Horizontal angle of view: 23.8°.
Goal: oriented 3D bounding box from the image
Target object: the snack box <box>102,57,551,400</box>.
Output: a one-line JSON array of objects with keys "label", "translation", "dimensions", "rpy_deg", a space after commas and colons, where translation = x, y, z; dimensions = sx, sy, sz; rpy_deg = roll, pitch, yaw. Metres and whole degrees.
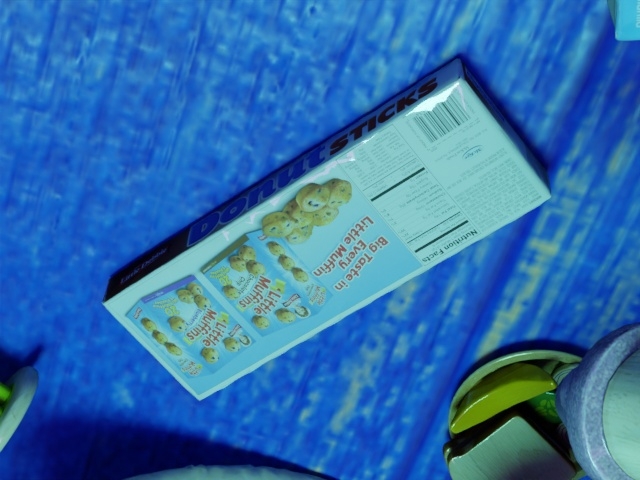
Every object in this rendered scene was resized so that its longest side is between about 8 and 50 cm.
[{"label": "snack box", "translation": [0.000, 0.000, 0.607], "dimensions": [0.178, 0.022, 0.064], "rpy_deg": [-31, 117, 21]}]

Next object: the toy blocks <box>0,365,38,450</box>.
[{"label": "toy blocks", "translation": [-0.212, 0.059, 0.641], "dimensions": [0.148, 0.054, 0.123], "rpy_deg": [35, 120, -17]}]

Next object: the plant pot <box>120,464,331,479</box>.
[{"label": "plant pot", "translation": [-0.063, 0.323, 0.673], "dimensions": [0.333, 0.334, 0.305], "rpy_deg": [22, 132, -11]}]

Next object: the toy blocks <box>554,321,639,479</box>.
[{"label": "toy blocks", "translation": [0.184, 0.100, 0.563], "dimensions": [0.288, 0.260, 0.309], "rpy_deg": [-22, 98, -20]}]

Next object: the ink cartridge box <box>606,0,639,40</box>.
[{"label": "ink cartridge box", "translation": [0.178, -0.113, 0.471], "dimensions": [0.181, 0.104, 0.062], "rpy_deg": [-2, 124, 5]}]

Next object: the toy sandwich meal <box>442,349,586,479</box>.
[{"label": "toy sandwich meal", "translation": [0.091, 0.084, 0.652], "dimensions": [0.085, 0.029, 0.086], "rpy_deg": [2, 123, 3]}]
